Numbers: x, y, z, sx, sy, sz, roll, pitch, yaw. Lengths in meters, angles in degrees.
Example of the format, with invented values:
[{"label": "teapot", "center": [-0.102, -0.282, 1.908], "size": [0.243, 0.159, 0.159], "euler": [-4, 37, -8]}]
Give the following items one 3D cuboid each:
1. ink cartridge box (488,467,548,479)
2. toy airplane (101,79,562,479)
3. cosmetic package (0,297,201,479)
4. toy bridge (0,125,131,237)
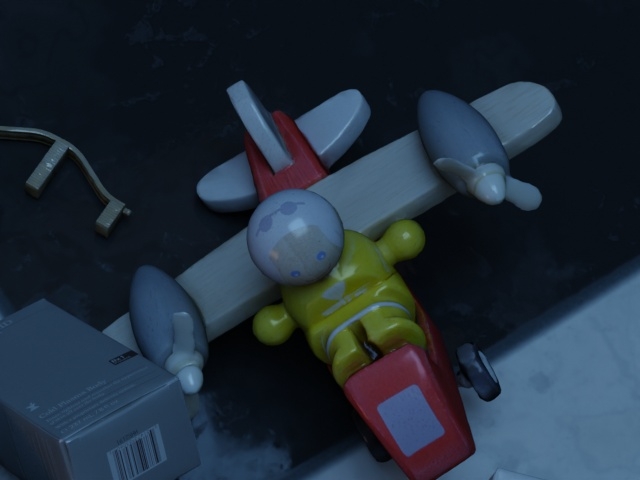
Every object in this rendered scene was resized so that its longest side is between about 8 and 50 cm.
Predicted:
[{"label": "ink cartridge box", "center": [0.259, 0.342, 1.789], "size": [0.273, 0.114, 0.198], "euler": [14, 64, -2]}, {"label": "toy airplane", "center": [0.000, 0.000, 1.821], "size": [0.384, 0.272, 0.386], "euler": [14, 79, 22]}, {"label": "cosmetic package", "center": [-0.226, 0.148, 1.745], "size": [0.127, 0.107, 0.238], "euler": [-30, 34, -29]}, {"label": "toy bridge", "center": [-0.269, -0.072, 1.956], "size": [0.188, 0.026, 0.063], "euler": [29, 63, 5]}]
